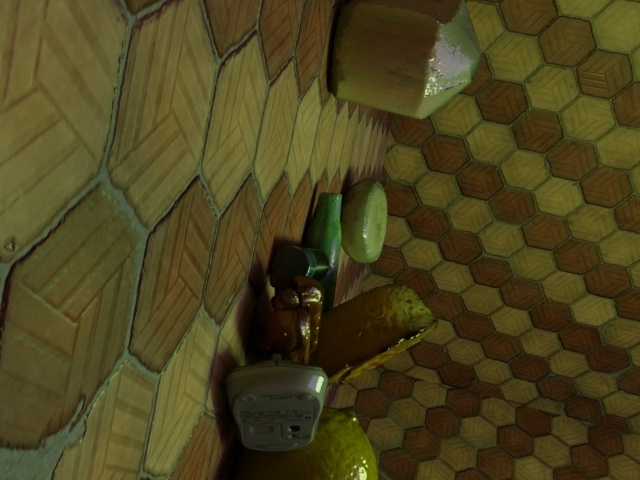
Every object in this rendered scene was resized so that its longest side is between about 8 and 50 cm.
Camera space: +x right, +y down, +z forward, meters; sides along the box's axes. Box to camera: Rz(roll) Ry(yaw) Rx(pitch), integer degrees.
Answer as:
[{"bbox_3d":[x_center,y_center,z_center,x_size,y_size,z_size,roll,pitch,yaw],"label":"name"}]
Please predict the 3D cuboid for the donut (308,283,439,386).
[{"bbox_3d":[0.099,0.233,1.636,0.163,0.378,0.435,62,15,14],"label":"donut"}]

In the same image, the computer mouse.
[{"bbox_3d":[-0.077,0.283,1.204,0.296,0.184,0.121,88,1,-49],"label":"computer mouse"}]

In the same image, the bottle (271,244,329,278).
[{"bbox_3d":[-0.038,0.052,1.421,0.286,0.082,0.082,16,88,-81],"label":"bottle"}]

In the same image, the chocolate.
[{"bbox_3d":[0.003,0.027,1.609,0.110,0.110,0.291,-18,119,-80],"label":"chocolate"}]

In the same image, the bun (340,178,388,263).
[{"bbox_3d":[0.128,-0.064,2.152,0.287,0.146,0.287,2,90,-72],"label":"bun"}]

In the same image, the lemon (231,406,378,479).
[{"bbox_3d":[-0.039,0.516,1.402,0.336,0.336,0.335,13,90,-82],"label":"lemon"}]

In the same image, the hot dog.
[{"bbox_3d":[-0.066,0.180,1.303,0.348,0.117,0.158,95,12,-63],"label":"hot dog"}]

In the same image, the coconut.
[{"bbox_3d":[0.195,-0.416,1.450,0.297,0.310,0.297,13,90,-82],"label":"coconut"}]
